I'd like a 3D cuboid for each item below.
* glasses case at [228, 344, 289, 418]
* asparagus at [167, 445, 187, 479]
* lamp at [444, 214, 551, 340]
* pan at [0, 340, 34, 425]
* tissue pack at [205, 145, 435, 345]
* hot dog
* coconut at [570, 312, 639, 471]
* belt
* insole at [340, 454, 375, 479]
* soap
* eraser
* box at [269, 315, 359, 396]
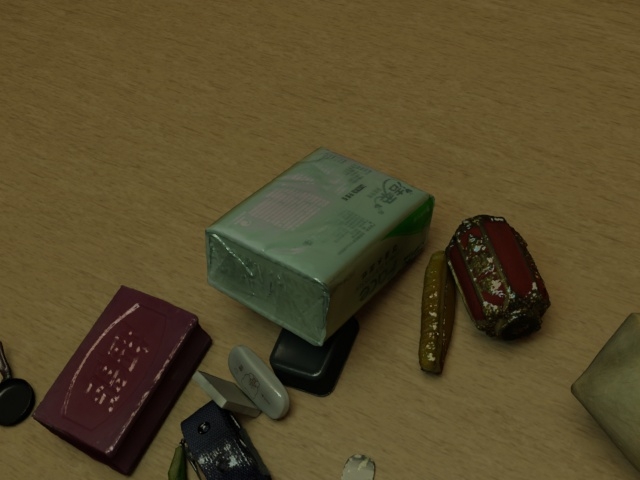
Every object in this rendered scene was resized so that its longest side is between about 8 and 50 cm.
[{"bbox_3d":[-0.134,0.304,1.935,0.049,0.074,0.193,-9,43,-43],"label":"glasses case"},{"bbox_3d":[-0.296,0.506,1.867,0.045,0.041,0.178,-9,55,-1],"label":"asparagus"},{"bbox_3d":[0.373,0.077,1.898,0.177,0.177,0.274,-20,57,1],"label":"lamp"},{"bbox_3d":[-0.728,0.331,2.086,0.115,0.040,0.212,-23,62,0],"label":"pan"},{"bbox_3d":[0.000,0.000,1.953,0.332,0.205,0.405,27,44,26],"label":"tissue pack"},{"bbox_3d":[0.248,0.153,1.940,0.068,0.083,0.289,-9,54,32],"label":"hot dog"},{"bbox_3d":[0.625,0.279,1.647,0.329,0.329,0.329,-6,57,10],"label":"coconut"},{"bbox_3d":[-0.201,0.443,1.833,0.126,0.139,0.230,-37,58,-2],"label":"belt"},{"bbox_3d":[0.062,0.542,1.772,0.081,0.011,0.248,5,58,14],"label":"insole"},{"bbox_3d":[-0.432,0.301,1.983,0.233,0.128,0.359,19,63,24],"label":"soap"},{"bbox_3d":[-0.196,0.325,1.893,0.104,0.150,0.023,39,91,31],"label":"eraser"},{"bbox_3d":[-0.015,0.222,1.951,0.144,0.090,0.201,15,63,23],"label":"box"}]
